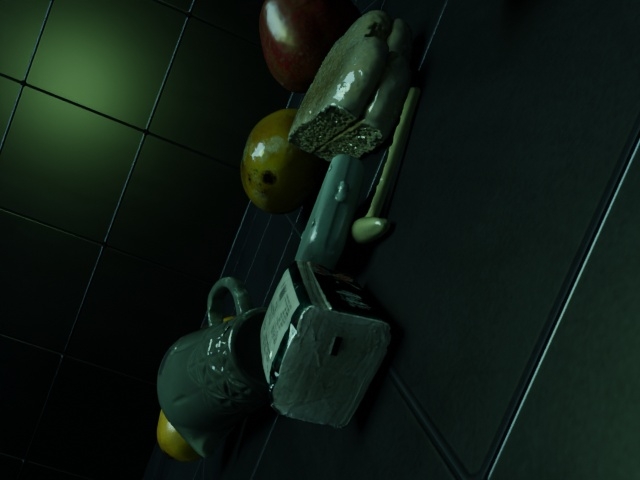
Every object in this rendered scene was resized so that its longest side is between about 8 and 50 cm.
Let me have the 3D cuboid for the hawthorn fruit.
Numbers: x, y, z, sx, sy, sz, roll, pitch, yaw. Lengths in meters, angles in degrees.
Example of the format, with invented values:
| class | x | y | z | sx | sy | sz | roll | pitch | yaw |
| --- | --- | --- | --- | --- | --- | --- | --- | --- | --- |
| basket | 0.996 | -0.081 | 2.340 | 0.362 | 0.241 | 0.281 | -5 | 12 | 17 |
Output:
| class | x | y | z | sx | sy | sz | roll | pitch | yaw |
| --- | --- | --- | --- | --- | --- | --- | --- | --- | --- |
| hawthorn fruit | -0.033 | -0.416 | 1.267 | 0.208 | 0.248 | 0.208 | -30 | 17 | 10 |

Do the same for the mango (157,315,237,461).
| class | x | y | z | sx | sy | sz | roll | pitch | yaw |
| --- | --- | --- | --- | --- | --- | --- | --- | --- | --- |
| mango | -0.189 | 0.255 | 1.137 | 0.157 | 0.109 | 0.262 | -15 | 39 | 50 |

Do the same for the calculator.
| class | x | y | z | sx | sy | sz | roll | pitch | yaw |
| --- | --- | --- | --- | --- | --- | --- | --- | --- | --- |
| calculator | 0.000 | 0.000 | 0.801 | 0.246 | 0.045 | 0.141 | 113 | 175 | -58 |

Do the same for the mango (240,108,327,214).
| class | x | y | z | sx | sy | sz | roll | pitch | yaw |
| --- | --- | --- | --- | --- | --- | --- | --- | --- | --- |
| mango | -0.062 | -0.143 | 1.214 | 0.316 | 0.146 | 0.193 | -76 | 12 | -85 |

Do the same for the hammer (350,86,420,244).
| class | x | y | z | sx | sy | sz | roll | pitch | yaw |
| --- | --- | --- | --- | --- | --- | --- | --- | --- | --- |
| hammer | 0.080 | -0.090 | 0.709 | 0.060 | 0.028 | 0.195 | -31 | 38 | 66 |

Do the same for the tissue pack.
| class | x | y | z | sx | sy | sz | roll | pitch | yaw |
| --- | --- | --- | --- | --- | --- | --- | --- | --- | --- |
| tissue pack | -0.002 | 0.086 | 0.603 | 0.170 | 0.090 | 0.103 | -117 | 49 | -78 |

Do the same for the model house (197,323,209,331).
| class | x | y | z | sx | sy | sz | roll | pitch | yaw |
| --- | --- | --- | --- | --- | --- | --- | --- | --- | --- |
| model house | -0.219 | 0.273 | 1.330 | 0.203 | 0.141 | 0.164 | -52 | -25 | -44 |

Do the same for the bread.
| class | x | y | z | sx | sy | sz | roll | pitch | yaw |
| --- | --- | --- | --- | --- | --- | --- | --- | --- | --- |
| bread | 0.045 | -0.210 | 0.902 | 0.337 | 0.101 | 0.183 | 180 | 111 | -78 |

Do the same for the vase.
| class | x | y | z | sx | sy | sz | roll | pitch | yaw |
| --- | --- | --- | --- | --- | --- | --- | --- | --- | --- |
| vase | -0.122 | 0.164 | 0.914 | 0.301 | 0.156 | 0.251 | 142 | 129 | -59 |
